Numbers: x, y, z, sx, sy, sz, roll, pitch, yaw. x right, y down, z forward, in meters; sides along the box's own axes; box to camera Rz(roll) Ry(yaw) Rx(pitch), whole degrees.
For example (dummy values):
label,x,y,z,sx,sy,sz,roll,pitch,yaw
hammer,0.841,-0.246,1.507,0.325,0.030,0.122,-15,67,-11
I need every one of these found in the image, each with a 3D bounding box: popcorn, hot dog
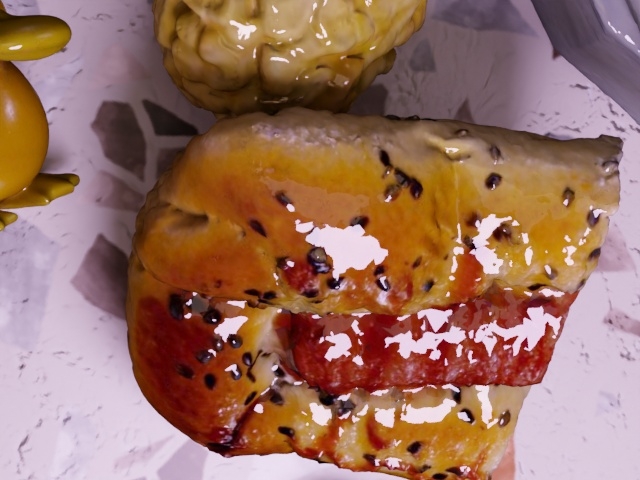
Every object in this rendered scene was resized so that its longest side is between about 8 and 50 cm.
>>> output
label,x,y,z,sx,sy,sz,roll,pitch,yaw
popcorn,-0.034,-0.209,1.408,0.250,0.190,0.250,8,50,-10
hot dog,0.021,0.042,1.384,0.365,0.196,0.367,13,124,-9

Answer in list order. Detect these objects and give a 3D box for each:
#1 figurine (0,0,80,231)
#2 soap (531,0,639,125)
label,x,y,z,sx,sy,sz,roll,pitch,yaw
figurine,-0.307,-0.124,1.372,0.215,0.215,0.228,4,114,-12
soap,0.318,-0.328,1.470,0.350,0.213,0.435,-30,97,-11
